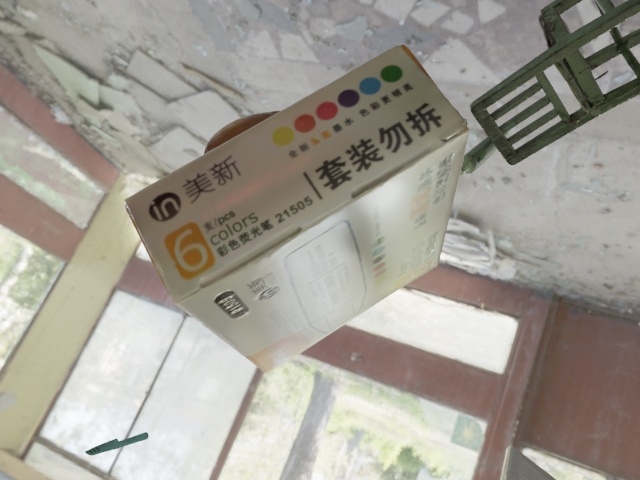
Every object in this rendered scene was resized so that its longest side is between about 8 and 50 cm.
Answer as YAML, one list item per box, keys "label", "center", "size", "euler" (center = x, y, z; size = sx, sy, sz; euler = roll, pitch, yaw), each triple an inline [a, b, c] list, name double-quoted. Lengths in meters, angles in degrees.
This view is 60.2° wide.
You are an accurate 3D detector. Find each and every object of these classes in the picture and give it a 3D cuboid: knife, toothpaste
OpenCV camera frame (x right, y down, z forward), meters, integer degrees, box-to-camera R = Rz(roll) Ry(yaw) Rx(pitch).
- label: "knife"
  center: [-0.273, 0.272, 0.740]
  size: [0.090, 0.014, 0.005]
  euler: [-18, 167, 3]
- label: "toothpaste"
  center: [0.267, -0.149, 0.881]
  size: [0.029, 0.197, 0.048]
  euler: [38, 139, 18]

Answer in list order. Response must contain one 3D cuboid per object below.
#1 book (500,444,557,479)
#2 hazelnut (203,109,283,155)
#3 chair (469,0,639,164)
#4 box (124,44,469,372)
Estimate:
- label: "book"
  center: [0.407, 0.449, 0.924]
  size: [0.228, 0.018, 0.322]
  euler: [36, -177, 23]
- label: "hazelnut"
  center: [-0.049, -0.067, 0.613]
  size: [0.150, 0.150, 0.150]
  euler: [21, 162, 7]
- label: "chair"
  center: [0.361, -0.257, 0.813]
  size: [0.270, 0.147, 0.136]
  euler: [-30, 123, 30]
- label: "box"
  center: [0.000, 0.000, 0.461]
  size: [0.091, 0.220, 0.274]
  euler: [57, 176, 22]
